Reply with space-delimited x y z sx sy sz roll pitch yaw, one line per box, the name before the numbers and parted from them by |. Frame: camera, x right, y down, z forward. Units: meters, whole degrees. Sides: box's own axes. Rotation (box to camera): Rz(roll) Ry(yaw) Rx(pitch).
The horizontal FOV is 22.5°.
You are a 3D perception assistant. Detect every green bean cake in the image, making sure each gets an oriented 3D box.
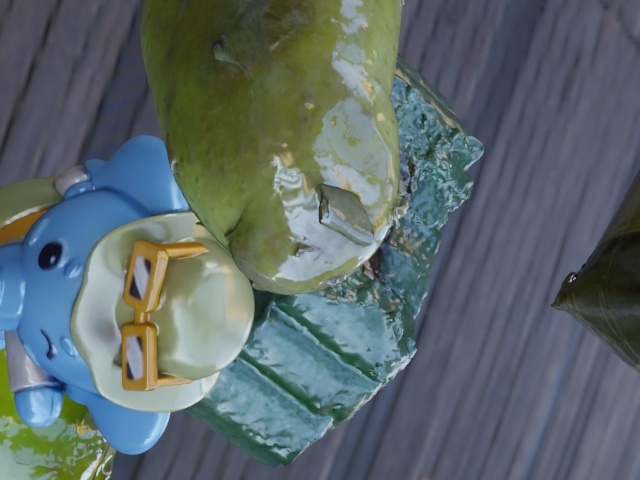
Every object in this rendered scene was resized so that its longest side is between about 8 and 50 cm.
green bean cake | 0.000 0.000 1.358 0.169 0.308 0.300 38 106 -26

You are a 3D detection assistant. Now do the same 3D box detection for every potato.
potato | -0.017 -0.081 0.668 0.090 0.117 0.225 34 43 -49

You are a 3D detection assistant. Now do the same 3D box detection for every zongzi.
zongzi | 0.383 0.048 1.386 0.317 0.154 0.289 46 59 -19

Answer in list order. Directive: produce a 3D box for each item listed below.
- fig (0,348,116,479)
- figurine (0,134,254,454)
fig | -0.336 0.146 1.431 0.258 0.326 0.258 -61 -169 20
figurine | -0.157 0.039 1.057 0.154 0.262 0.180 35 60 -41
